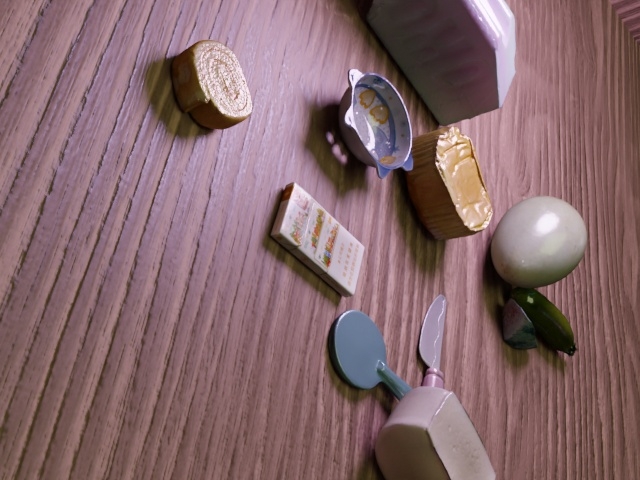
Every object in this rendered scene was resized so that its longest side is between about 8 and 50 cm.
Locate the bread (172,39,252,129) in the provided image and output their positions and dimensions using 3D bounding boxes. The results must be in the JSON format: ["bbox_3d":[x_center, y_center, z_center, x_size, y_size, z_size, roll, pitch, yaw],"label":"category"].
[{"bbox_3d":[-0.189,-0.261,1.443,0.122,0.073,0.149,-17,89,-46],"label":"bread"}]

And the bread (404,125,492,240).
[{"bbox_3d":[0.281,-0.127,1.908,0.179,0.133,0.250,-34,103,-49],"label":"bread"}]

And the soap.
[{"bbox_3d":[0.277,-0.493,1.932,0.446,0.261,0.156,50,47,-28],"label":"soap"}]

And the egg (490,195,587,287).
[{"bbox_3d":[0.532,0.010,2.102,0.295,0.218,0.218,-32,103,-39],"label":"egg"}]

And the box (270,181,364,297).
[{"bbox_3d":[-0.001,0.000,1.603,0.220,0.032,0.122,41,49,-34],"label":"box"}]

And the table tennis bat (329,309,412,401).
[{"bbox_3d":[0.099,0.235,1.643,0.237,0.038,0.149,45,45,-26],"label":"table tennis bat"}]

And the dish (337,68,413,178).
[{"bbox_3d":[0.090,-0.233,1.754,0.228,0.086,0.236,-27,99,-50],"label":"dish"}]

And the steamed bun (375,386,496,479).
[{"bbox_3d":[0.205,0.407,1.604,0.146,0.164,0.241,-45,114,-46],"label":"steamed bun"}]

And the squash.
[{"bbox_3d":[0.591,0.213,2.208,0.331,0.087,0.087,43,48,-34],"label":"squash"}]

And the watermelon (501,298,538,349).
[{"bbox_3d":[0.493,0.219,2.102,0.094,0.081,0.180,-83,155,-50],"label":"watermelon"}]

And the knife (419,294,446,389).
[{"bbox_3d":[0.234,0.251,1.810,0.081,0.043,0.336,34,47,-31],"label":"knife"}]
